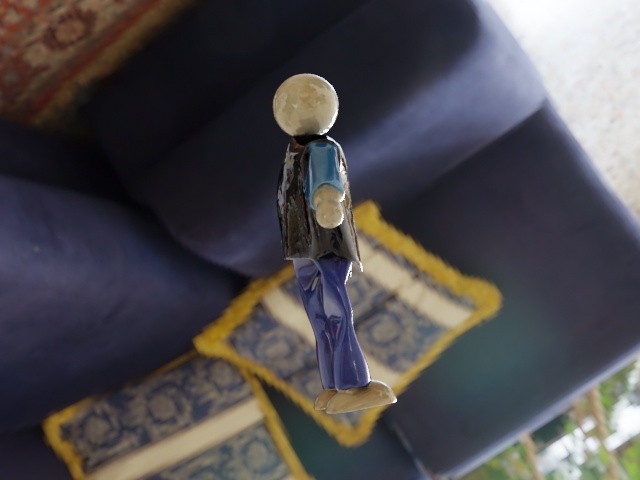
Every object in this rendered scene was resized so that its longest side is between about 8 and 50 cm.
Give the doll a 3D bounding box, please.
[{"bbox_3d":[0.000,0.000,0.840,0.046,0.189,0.129,-10,179,-12],"label":"doll"}]
